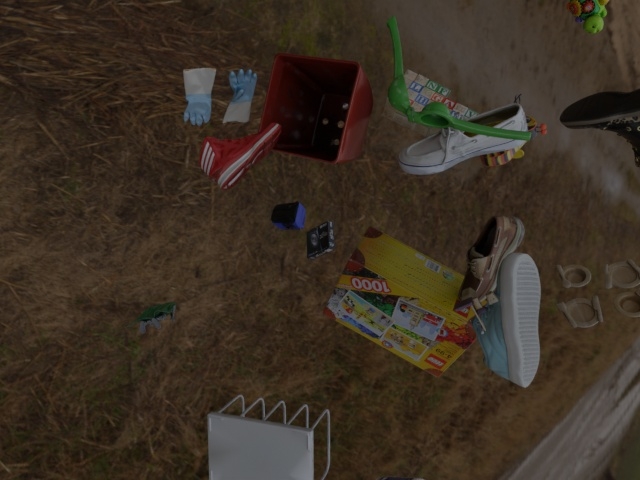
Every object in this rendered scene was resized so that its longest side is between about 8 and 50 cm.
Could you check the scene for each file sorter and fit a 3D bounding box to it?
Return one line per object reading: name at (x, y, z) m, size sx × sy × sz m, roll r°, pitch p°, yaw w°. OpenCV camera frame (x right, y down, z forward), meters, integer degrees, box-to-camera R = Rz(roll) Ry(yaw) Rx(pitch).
file sorter at (-0.123, 0.522, 1.321) m, size 0.173 × 0.278 × 0.192 m, roll -19°, pitch 110°, yaw -68°

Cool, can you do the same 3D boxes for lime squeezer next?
lime squeezer at (0.180, -0.227, 0.822) m, size 0.110 × 0.310 × 0.059 m, roll -37°, pitch 160°, yaw -14°

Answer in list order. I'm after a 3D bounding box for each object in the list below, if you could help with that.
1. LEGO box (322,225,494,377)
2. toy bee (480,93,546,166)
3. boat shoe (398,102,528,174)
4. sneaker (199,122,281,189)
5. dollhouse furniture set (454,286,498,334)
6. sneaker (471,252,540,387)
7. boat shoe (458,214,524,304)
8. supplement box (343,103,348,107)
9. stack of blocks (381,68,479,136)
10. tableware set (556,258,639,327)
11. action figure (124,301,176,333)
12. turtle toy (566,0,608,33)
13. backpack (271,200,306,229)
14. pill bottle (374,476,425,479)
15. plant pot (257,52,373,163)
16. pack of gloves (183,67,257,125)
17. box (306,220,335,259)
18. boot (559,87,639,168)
LEGO box at (0.305, 0.230, 1.877) m, size 0.193 × 0.500 × 0.372 m, roll -56°, pitch 172°, yaw -40°
toy bee at (0.696, -0.384, 1.808) m, size 0.195 × 0.162 × 0.298 m, roll 17°, pitch 95°, yaw -51°
boat shoe at (0.386, -0.301, 1.440) m, size 0.156 × 0.367 × 0.135 m, roll 58°, pitch 27°, yaw -46°
sneaker at (-0.203, -0.236, 1.242) m, size 0.221 × 0.128 × 0.087 m, roll -48°, pitch 174°, yaw -24°
dollhouse furniture set at (0.359, 0.148, 1.137) m, size 0.081 × 0.091 × 0.114 m, roll 59°, pitch 22°, yaw -5°
sneaker at (0.411, 0.182, 1.186) m, size 0.135 × 0.150 × 0.366 m, roll -35°, pitch 126°, yaw -37°
boat shoe at (0.516, 0.059, 1.641) m, size 0.116 × 0.123 × 0.324 m, roll 15°, pitch 108°, yaw -23°
supplement box at (0.083, -0.546, 1.963) m, size 0.083 × 0.043 × 0.055 m, roll -5°, pitch 77°, yaw -65°
stack of blocks at (0.387, -0.451, 1.783) m, size 0.171 × 0.297 × 0.087 m, roll -55°, pitch 169°, yaw -28°
tableware set at (0.527, 0.095, 0.960) m, size 0.141 × 0.169 × 0.020 m, roll -83°, pitch 156°, yaw -43°
action figure at (-0.502, 0.231, 1.604) m, size 0.232 × 0.137 × 0.063 m, roll -102°, pitch 178°, yaw -84°
turtle toy at (0.647, -0.561, 1.245) m, size 0.066 × 0.130 × 0.095 m, roll -26°, pitch 167°, yaw -1°
backpack at (-0.123, -0.085, 1.966) m, size 0.101 × 0.120 × 0.098 m, roll 52°, pitch 46°, yaw -51°
pill bottle at (0.207, 0.609, 1.210) m, size 0.094 × 0.169 × 0.094 m, roll 20°, pitch 60°, yaw -40°
plant pot at (0.012, -0.359, 1.481) m, size 0.236 × 0.267 × 0.267 m, roll -1°, pitch 106°, yaw -63°
pack of gloves at (-0.272, -0.375, 1.399) m, size 0.195 × 0.232 × 0.046 m, roll -11°, pitch 69°, yaw -20°
box at (0.000, 0.000, 1.175) m, size 0.018 × 0.083 × 0.067 m, roll 13°, pitch 65°, yaw -35°
boot at (1.012, -0.352, 1.682) m, size 0.284 × 0.377 × 0.138 m, roll 46°, pitch 63°, yaw -29°
